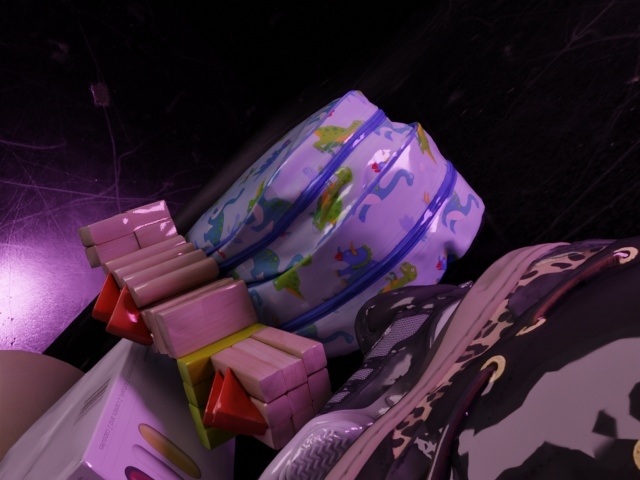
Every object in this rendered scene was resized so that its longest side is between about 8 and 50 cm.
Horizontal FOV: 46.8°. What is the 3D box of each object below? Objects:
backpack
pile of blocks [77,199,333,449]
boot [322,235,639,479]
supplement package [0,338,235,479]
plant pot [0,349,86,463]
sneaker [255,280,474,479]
[{"bbox_3d":[0.000,0.000,0.774,0.290,0.273,0.355,-43,26,-25],"label":"backpack"},{"bbox_3d":[-0.132,0.091,0.681,0.113,0.149,0.362,-22,42,-31],"label":"pile of blocks"},{"bbox_3d":[0.143,0.106,0.285,0.284,0.138,0.377,-25,18,50],"label":"boot"},{"bbox_3d":[-0.196,0.232,0.659,0.204,0.145,0.262,-43,15,7],"label":"supplement package"},{"bbox_3d":[-0.424,0.331,0.971,0.256,0.256,0.274,-37,32,22],"label":"plant pot"},{"bbox_3d":[0.043,0.126,0.547,0.268,0.101,0.153,-38,14,-5],"label":"sneaker"}]
